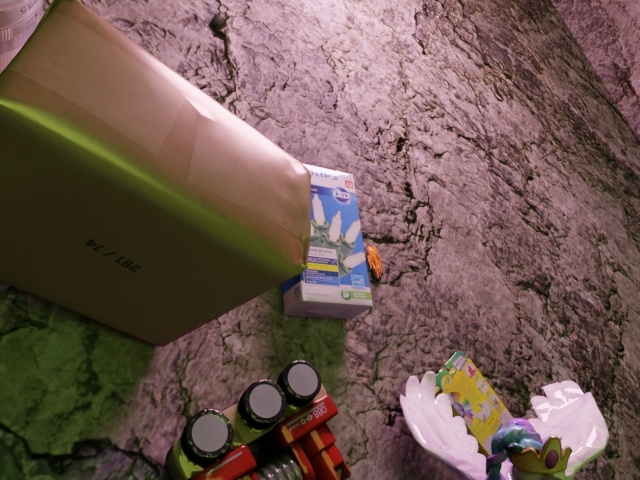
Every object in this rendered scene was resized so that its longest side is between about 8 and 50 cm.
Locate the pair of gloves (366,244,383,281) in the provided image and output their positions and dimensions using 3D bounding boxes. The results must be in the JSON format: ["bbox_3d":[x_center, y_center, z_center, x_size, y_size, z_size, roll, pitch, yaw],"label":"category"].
[{"bbox_3d":[0.081,0.044,0.947,0.083,0.010,0.074,0,67,-29],"label":"pair of gloves"}]

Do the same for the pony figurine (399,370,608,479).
[{"bbox_3d":[0.280,0.360,0.713,0.302,0.351,0.364,-5,102,5],"label":"pony figurine"}]

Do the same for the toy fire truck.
[{"bbox_3d":[-0.055,0.320,0.644,0.216,0.158,0.246,-19,66,-38],"label":"toy fire truck"}]

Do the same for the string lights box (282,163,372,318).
[{"bbox_3d":[0.000,0.000,0.876,0.133,0.076,0.260,8,61,-27],"label":"string lights box"}]

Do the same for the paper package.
[{"bbox_3d":[-0.227,-0.038,0.576,0.324,0.309,0.168,33,45,-30],"label":"paper package"}]

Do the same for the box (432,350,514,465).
[{"bbox_3d":[0.274,0.301,0.909,0.105,0.043,0.179,-32,87,-38],"label":"box"}]

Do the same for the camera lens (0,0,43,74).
[{"bbox_3d":[-0.465,-0.285,0.610,0.219,0.274,0.220,14,59,-25],"label":"camera lens"}]
